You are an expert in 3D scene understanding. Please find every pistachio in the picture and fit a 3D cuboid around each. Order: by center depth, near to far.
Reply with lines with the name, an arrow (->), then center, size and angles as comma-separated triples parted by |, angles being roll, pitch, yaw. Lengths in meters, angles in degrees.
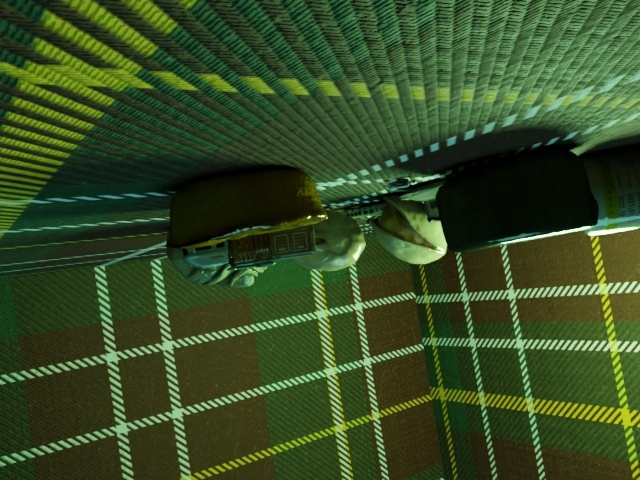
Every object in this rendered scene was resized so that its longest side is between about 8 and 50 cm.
pistachio -> 0.278, -0.026, 1.830 | 0.188, 0.187, 0.299 | -11, 156, 40
pistachio -> 0.000, 0.000, 1.943 | 0.214, 0.193, 0.318 | 9, 176, -44

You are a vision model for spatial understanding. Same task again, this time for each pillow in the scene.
pillow -> 0.326, -0.141, 1.618 | 0.131, 0.038, 0.233 | -3, 171, -43

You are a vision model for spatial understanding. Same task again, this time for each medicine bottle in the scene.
medicine bottle -> 0.841, -0.139, 1.529 | 0.340, 0.208, 0.208 | -10, 177, 15

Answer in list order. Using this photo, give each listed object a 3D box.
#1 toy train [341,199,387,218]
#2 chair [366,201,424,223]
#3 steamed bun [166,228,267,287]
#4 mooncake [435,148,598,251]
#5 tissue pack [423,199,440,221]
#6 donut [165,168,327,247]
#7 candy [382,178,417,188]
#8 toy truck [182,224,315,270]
toy train -> 0.162, -0.098, 1.937 | 0.208, 0.047, 0.043 | -9, 179, 41
chair -> 0.264, -0.105, 1.976 | 0.212, 0.101, 0.084 | -49, 163, 18
steamed bun -> -0.290, 0.043, 1.766 | 0.289, 0.203, 0.276 | -6, 176, -28
mooncake -> 0.454, -0.089, 1.417 | 0.357, 0.194, 0.356 | -9, 176, -1
tissue pack -> 0.508, -0.124, 1.809 | 0.259, 0.121, 0.361 | -9, 180, 42
donut -> -0.142, -0.059, 1.113 | 0.303, 0.110, 0.303 | -11, 179, 0
candy -> 0.193, -0.137, 1.452 | 0.083, 0.020, 0.030 | -9, 176, 15
toy truck -> -0.168, -0.015, 1.346 | 0.306, 0.162, 0.136 | -8, 177, -18
